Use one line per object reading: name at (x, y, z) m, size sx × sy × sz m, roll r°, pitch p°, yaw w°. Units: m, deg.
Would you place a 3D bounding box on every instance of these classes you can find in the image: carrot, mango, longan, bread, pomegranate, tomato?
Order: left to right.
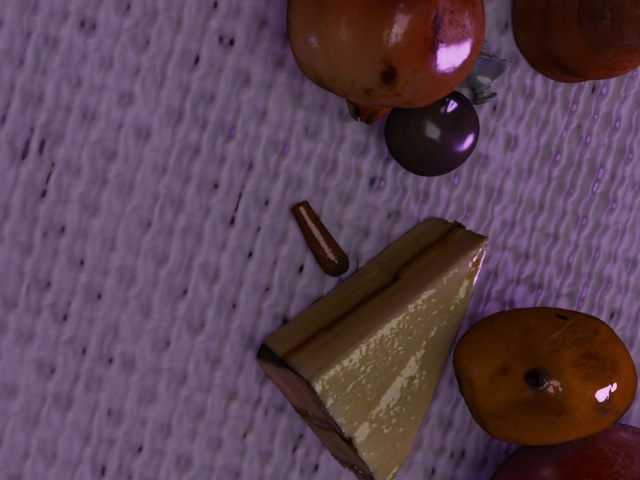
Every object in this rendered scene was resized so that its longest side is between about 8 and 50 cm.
carrot at (0.000, 0.000, 1.722) m, size 0.032 × 0.032 × 0.093 m, roll -34°, pitch 106°, yaw -9°
pomegranate at (0.059, -0.231, 1.611) m, size 0.209 × 0.209 × 0.209 m, roll -4°, pitch 102°, yaw -18°
bread at (0.091, 0.119, 1.703) m, size 0.264 × 0.168 × 0.163 m, roll -37°, pitch 111°, yaw -10°
longan at (0.120, -0.120, 1.698) m, size 0.113 × 0.092 × 0.113 m, roll -17°, pitch 148°, yaw -11°
mango at (0.243, 0.141, 1.680) m, size 0.187 × 0.359 × 0.144 m, roll 6°, pitch 90°, yaw 20°
tomato at (0.298, 0.324, 1.775) m, size 0.270 × 0.227 × 0.270 m, roll -22°, pitch 137°, yaw -22°
carrot at (0.315, -0.243, 1.681) m, size 0.159 × 0.225 × 0.159 m, roll -2°, pitch 97°, yaw -15°

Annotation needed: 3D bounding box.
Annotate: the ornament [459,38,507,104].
ornament at (0.170, -0.194, 1.734) m, size 0.068 × 0.041 × 0.092 m, roll 11°, pitch 110°, yaw 2°
